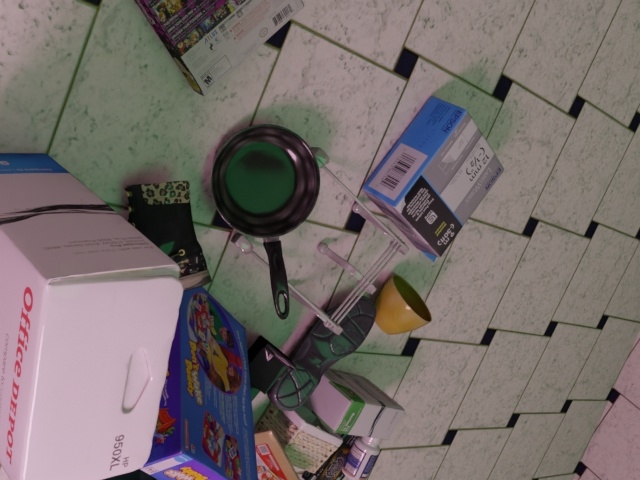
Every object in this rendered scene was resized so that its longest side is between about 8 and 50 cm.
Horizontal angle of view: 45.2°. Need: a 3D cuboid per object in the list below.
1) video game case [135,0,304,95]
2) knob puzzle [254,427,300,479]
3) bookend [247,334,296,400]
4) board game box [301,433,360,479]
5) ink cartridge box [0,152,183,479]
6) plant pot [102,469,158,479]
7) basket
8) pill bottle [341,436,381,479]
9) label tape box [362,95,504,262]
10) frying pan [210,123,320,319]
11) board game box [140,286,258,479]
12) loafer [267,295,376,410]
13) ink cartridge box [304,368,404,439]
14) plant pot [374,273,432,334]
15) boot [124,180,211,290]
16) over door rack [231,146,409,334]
[{"bbox_3d":[-0.152,-0.373,1.168,0.232,0.042,0.210,-46,136,-13],"label":"video game case"},{"bbox_3d":[-0.145,0.476,1.609,0.030,0.213,0.213,-62,159,-61],"label":"knob puzzle"},{"bbox_3d":[-0.130,0.271,1.479,0.072,0.157,0.156,40,82,-7],"label":"bookend"},{"bbox_3d":[0.046,0.534,1.898,0.186,0.026,0.126,-50,137,-9],"label":"board game box"},{"bbox_3d":[-0.362,0.084,0.983,0.166,0.395,0.286,-5,116,-41],"label":"ink cartridge box"},{"bbox_3d":[-0.313,0.414,1.318,0.293,0.293,0.235,-60,151,3],"label":"plant pot"},{"bbox_3d":[-0.051,0.426,1.684,0.103,0.113,0.167,-51,137,-2],"label":"basket"},{"bbox_3d":[0.105,0.522,1.875,0.067,0.067,0.120,16,102,-46],"label":"pill bottle"},{"bbox_3d":[0.273,-0.106,1.668,0.249,0.115,0.347,-53,136,-4],"label":"label tape box"},{"bbox_3d":[-0.068,-0.048,1.352,0.197,0.053,0.326,-32,108,-13],"label":"frying pan"},{"bbox_3d":[-0.201,0.245,1.277,0.078,0.347,0.233,-23,137,14],"label":"board game box"},{"bbox_3d":[-0.007,0.230,1.643,0.302,0.095,0.109,-46,106,-18],"label":"loafer"},{"bbox_3d":[0.067,0.365,1.725,0.208,0.153,0.087,23,98,-46],"label":"ink cartridge box"},{"bbox_3d":[0.171,0.157,1.732,0.095,0.134,0.134,-40,141,17],"label":"plant pot"},{"bbox_3d":[-0.302,0.005,1.223,0.236,0.085,0.179,-9,92,-3],"label":"boot"},{"bbox_3d":[0.000,0.000,1.498,0.239,0.108,0.324,-50,123,-8],"label":"over door rack"}]
